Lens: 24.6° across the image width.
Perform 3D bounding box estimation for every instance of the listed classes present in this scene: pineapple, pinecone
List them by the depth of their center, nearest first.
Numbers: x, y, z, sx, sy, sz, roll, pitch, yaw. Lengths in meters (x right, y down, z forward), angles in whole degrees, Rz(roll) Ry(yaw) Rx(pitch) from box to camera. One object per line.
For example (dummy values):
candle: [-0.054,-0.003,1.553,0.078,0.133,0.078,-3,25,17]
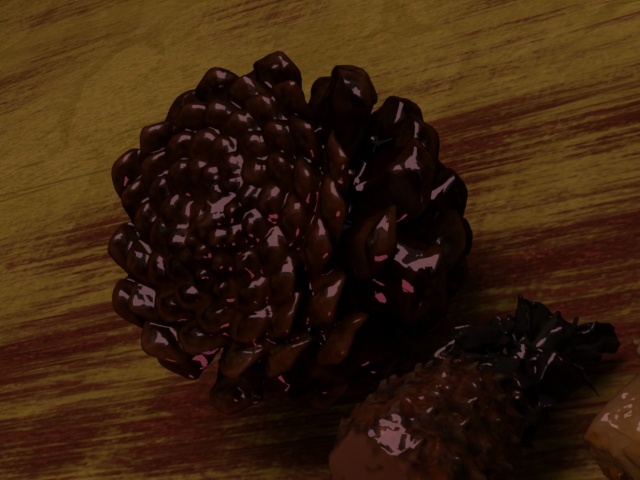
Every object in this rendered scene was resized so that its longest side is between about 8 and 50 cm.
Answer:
pineapple: [0.149,0.142,1.264,0.170,0.141,0.310,-4,22,45]
pinecone: [0.000,0.000,1.479,0.384,0.384,0.384,-23,31,15]

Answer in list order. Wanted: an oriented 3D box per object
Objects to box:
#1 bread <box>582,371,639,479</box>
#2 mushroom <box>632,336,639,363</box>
bread: [0.346,0.131,1.091,0.274,0.185,0.114,-38,27,-13]
mushroom: [0.404,0.003,1.276,0.351,0.095,0.123,-43,13,-23]
